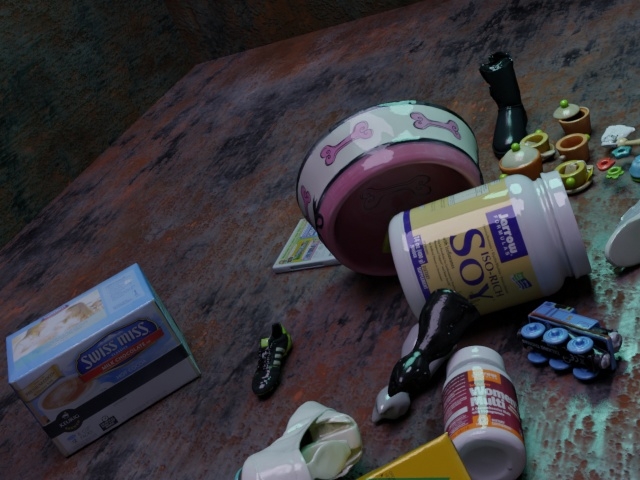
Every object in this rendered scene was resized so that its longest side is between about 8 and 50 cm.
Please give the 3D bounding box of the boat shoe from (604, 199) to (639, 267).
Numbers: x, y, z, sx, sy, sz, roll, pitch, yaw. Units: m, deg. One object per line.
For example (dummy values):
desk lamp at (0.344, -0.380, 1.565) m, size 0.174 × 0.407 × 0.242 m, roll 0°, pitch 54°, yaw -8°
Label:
boat shoe at (0.613, -0.023, 1.668) m, size 0.227 × 0.079 × 0.081 m, roll -39°, pitch 6°, yaw -20°

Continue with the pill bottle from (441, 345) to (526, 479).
pill bottle at (0.255, 0.275, 1.387) m, size 0.121 × 0.121 × 0.221 m, roll -18°, pitch 29°, yaw 15°

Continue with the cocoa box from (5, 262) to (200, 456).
cocoa box at (-0.486, 0.256, 1.933) m, size 0.347 × 0.228 × 0.231 m, roll -31°, pitch 28°, yaw -9°

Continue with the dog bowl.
dog bowl at (0.161, -0.089, 1.840) m, size 0.408 × 0.408 × 0.150 m, roll -23°, pitch 46°, yaw 6°

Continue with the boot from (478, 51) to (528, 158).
boot at (0.460, -0.348, 2.203) m, size 0.094 × 0.207 × 0.246 m, roll -12°, pitch 31°, yaw 25°

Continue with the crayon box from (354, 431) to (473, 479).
crayon box at (0.046, 0.382, 1.169) m, size 0.313 × 0.106 × 0.363 m, roll -29°, pitch -15°, yaw -4°

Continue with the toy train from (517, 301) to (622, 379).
toy train at (0.425, 0.168, 1.479) m, size 0.105 × 0.080 × 0.184 m, roll -34°, pitch 28°, yaw -27°

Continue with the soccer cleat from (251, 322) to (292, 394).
soccer cleat at (-0.109, 0.244, 1.801) m, size 0.060 × 0.072 × 0.179 m, roll -12°, pitch 31°, yaw 26°

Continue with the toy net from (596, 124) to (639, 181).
toy net at (0.667, -0.189, 1.932) m, size 0.122 × 0.045 × 0.232 m, roll -22°, pitch 26°, yaw 11°

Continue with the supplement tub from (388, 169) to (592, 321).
supplement tub at (0.320, 0.015, 1.654) m, size 0.331 × 0.241 × 0.241 m, roll -19°, pitch 28°, yaw 14°

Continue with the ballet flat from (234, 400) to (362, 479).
ballet flat at (-0.002, 0.337, 1.369) m, size 0.139 × 0.139 × 0.400 m, roll -17°, pitch -2°, yaw 17°

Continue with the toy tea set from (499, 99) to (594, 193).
toy tea set at (0.531, -0.229, 2.024) m, size 0.200 × 0.124 × 0.336 m, roll -10°, pitch 31°, yaw 28°

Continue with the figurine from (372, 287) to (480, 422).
figurine at (0.167, 0.215, 1.520) m, size 0.092 × 0.215 × 0.209 m, roll 34°, pitch 58°, yaw 11°

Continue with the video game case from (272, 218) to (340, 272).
video game case at (0.000, 0.000, 2.189) m, size 0.193 × 0.023 × 0.212 m, roll -9°, pitch 33°, yaw 29°

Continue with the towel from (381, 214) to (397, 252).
towel at (0.250, -0.014, 1.816) m, size 0.237 × 0.102 × 0.021 m, roll -2°, pitch 41°, yaw -15°
